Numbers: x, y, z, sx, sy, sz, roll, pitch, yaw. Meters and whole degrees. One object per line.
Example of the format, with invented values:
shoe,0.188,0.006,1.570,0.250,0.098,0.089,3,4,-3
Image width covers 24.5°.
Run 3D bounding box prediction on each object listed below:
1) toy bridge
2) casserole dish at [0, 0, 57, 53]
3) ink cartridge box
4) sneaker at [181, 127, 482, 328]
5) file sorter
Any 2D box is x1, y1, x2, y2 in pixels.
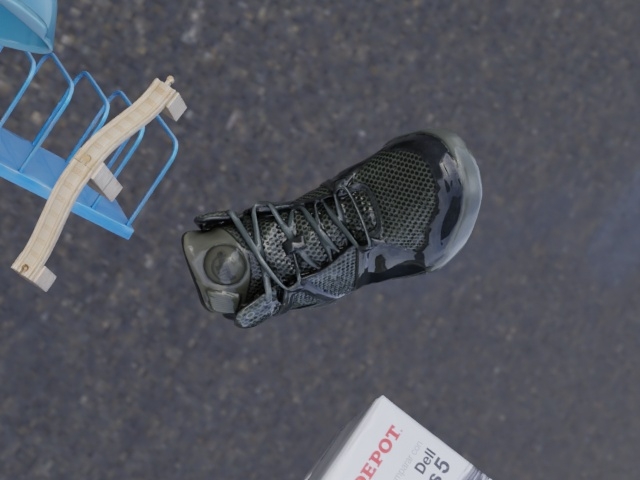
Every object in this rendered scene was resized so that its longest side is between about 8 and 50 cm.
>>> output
toy bridge,-0.168,-0.049,1.107,0.188,0.026,0.063,-54,165,-9
casserole dish,-0.210,-0.143,0.739,0.114,0.188,0.037,40,70,-61
ink cartridge box,0.091,0.303,1.298,0.198,0.273,0.115,-52,180,-33
sneaker,0.000,0.000,0.933,0.130,0.227,0.087,-16,84,-39
file sorter,-0.233,-0.100,1.361,0.170,0.118,0.104,29,102,-33
